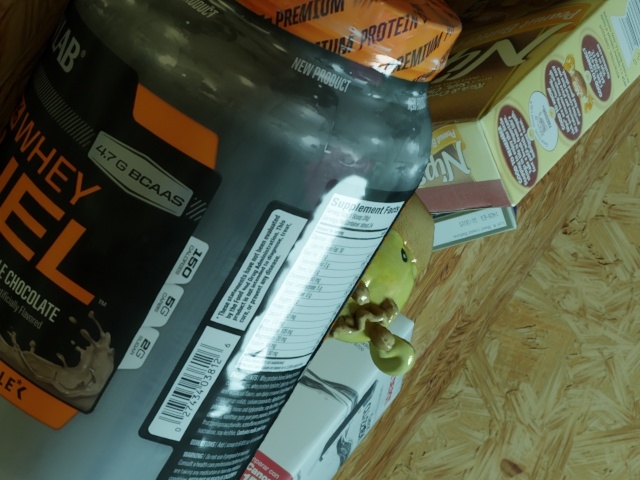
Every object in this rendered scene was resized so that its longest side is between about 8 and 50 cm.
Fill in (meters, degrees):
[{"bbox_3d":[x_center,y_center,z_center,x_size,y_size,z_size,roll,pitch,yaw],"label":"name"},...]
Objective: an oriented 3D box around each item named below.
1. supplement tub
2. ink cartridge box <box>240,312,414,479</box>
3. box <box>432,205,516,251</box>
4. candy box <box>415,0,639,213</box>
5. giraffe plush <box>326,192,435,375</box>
[{"bbox_3d":[-0.078,-0.011,0.883,0.338,0.207,0.207,-60,166,16],"label":"supplement tub"},{"bbox_3d":[-0.029,0.187,1.702,0.273,0.114,0.197,-51,165,-22],"label":"ink cartridge box"},{"bbox_3d":[0.107,-0.051,1.460,0.136,0.036,0.225,-16,-157,15],"label":"box"},{"bbox_3d":[0.155,-0.133,1.433,0.316,0.183,0.087,-42,116,-42],"label":"candy box"},{"bbox_3d":[0.000,0.000,1.112,0.181,0.170,0.210,29,84,-43],"label":"giraffe plush"}]
